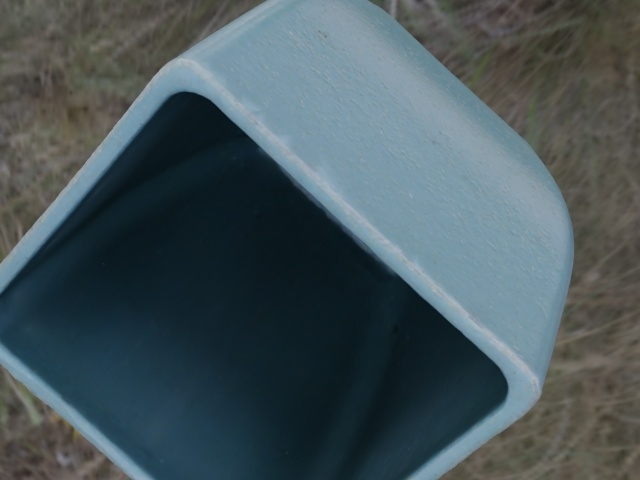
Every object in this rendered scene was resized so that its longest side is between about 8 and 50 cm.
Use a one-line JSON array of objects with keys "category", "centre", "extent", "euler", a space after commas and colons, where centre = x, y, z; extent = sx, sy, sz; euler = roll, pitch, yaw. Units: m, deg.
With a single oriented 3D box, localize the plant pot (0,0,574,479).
[{"category": "plant pot", "centre": [0.000, 0.000, 1.020], "extent": [0.247, 0.248, 0.252], "euler": [43, 38, -4]}]
